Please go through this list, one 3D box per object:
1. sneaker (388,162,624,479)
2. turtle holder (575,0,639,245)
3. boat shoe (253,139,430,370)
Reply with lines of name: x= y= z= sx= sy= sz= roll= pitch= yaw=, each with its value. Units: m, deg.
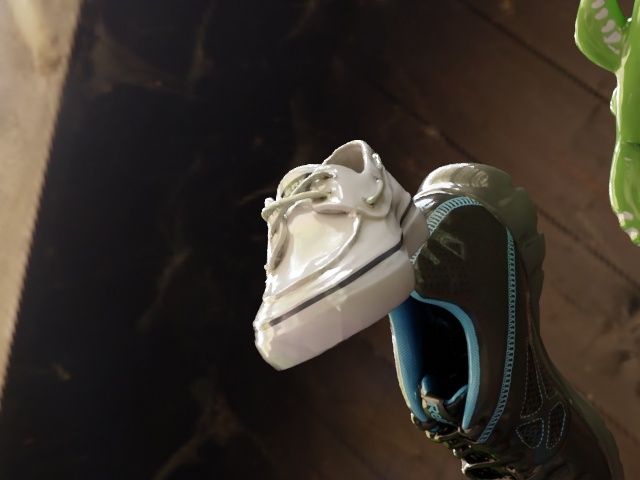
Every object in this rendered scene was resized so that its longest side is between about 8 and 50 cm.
sneaker: x=0.117 y=0.121 z=1.044 sx=0.125 sy=0.140 sz=0.340 roll=-6 pitch=-65 yaw=39
turtle holder: x=0.310 y=-0.136 z=0.999 sx=0.227 sy=0.320 sz=0.243 roll=16 pitch=-29 yaw=22
boat shoe: x=0.000 y=0.000 z=0.729 sx=0.083 sy=0.226 sz=0.075 roll=-29 pitch=-84 yaw=12
